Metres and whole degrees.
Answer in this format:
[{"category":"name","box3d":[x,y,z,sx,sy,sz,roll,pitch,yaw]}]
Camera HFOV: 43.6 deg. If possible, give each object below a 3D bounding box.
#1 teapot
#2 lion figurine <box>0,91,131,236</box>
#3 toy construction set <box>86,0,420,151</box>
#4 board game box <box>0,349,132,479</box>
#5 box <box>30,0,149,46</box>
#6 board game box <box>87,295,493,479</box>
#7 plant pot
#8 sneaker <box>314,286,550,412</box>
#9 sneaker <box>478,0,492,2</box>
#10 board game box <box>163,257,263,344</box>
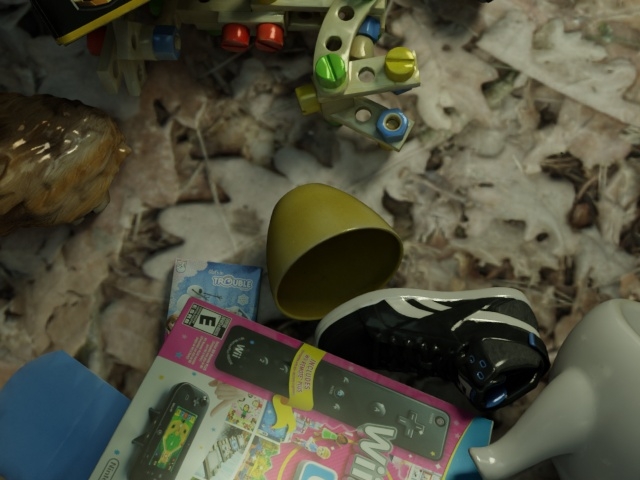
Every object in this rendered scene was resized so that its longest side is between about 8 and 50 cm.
[{"category":"teapot","box3d":[0.299,0.186,0.698,0.256,0.253,0.187,36,110,21]},{"category":"lion figurine","box3d":[-0.402,-0.099,0.793,0.392,0.142,0.240,29,74,10]},{"category":"toy construction set","box3d":[-0.061,-0.208,0.809,0.328,0.151,0.214,5,80,-9]},{"category":"board game box","box3d":[-0.245,0.195,0.791,0.169,0.033,0.133,33,87,11]},{"category":"box","box3d":[-0.162,-0.311,0.752,0.257,0.322,0.079,-29,124,-6]},{"category":"board game box","box3d":[-0.022,0.206,0.690,0.304,0.097,0.224,23,47,-1]},{"category":"plant pot","box3d":[0.000,0.000,0.782,0.134,0.134,0.095,-26,56,-4]},{"category":"sneaker","box3d":[0.106,0.107,0.748,0.217,0.079,0.121,-8,37,-2]},{"category":"sneaker","box3d":[0.106,-0.331,0.866,0.098,0.083,0.223,-33,76,16]},{"category":"board game box","box3d":[-0.109,0.067,0.816,0.090,0.020,0.089,5,80,2]}]
